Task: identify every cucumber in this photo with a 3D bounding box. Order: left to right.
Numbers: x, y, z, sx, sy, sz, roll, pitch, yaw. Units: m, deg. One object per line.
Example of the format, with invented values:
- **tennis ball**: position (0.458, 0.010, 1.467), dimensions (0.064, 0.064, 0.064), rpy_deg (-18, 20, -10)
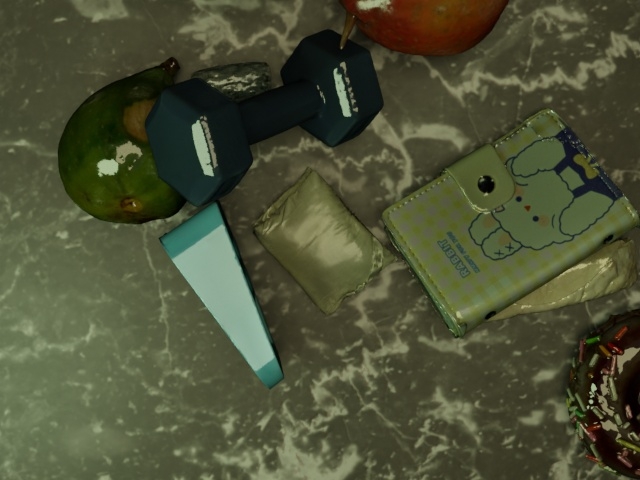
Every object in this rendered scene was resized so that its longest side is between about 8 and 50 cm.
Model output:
- **cucumber**: position (-0.124, -0.221, 1.801), dimensions (0.112, 0.064, 0.064), rpy_deg (-12, 94, -3)

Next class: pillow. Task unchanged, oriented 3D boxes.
- **pillow**: position (0.000, 0.000, 1.812), dimensions (0.134, 0.078, 0.181), rpy_deg (-41, 93, 1)

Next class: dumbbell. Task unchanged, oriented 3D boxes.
- **dumbbell**: position (-0.071, -0.168, 1.691), dimensions (0.325, 0.144, 0.160), rpy_deg (-26, 109, -37)

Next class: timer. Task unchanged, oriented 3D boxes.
- **timer**: position (-0.113, 0.072, 1.738), dimensions (0.091, 0.232, 0.250), rpy_deg (-32, 95, -2)

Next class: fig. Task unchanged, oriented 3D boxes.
- **fig**: position (-0.252, -0.143, 1.763), dimensions (0.195, 0.195, 0.245), rpy_deg (16, 58, -3)

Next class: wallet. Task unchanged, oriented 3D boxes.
- **wallet**: position (0.264, -0.027, 1.796), dimensions (0.309, 0.077, 0.223), rpy_deg (-32, 73, -7)

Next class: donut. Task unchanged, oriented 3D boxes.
- **donut**: position (0.487, 0.224, 1.831), dimensions (0.269, 0.103, 0.270), rpy_deg (0, 96, -1)

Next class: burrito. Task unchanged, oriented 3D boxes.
- **burrito**: position (0.326, 0.061, 1.836), dimensions (0.275, 0.059, 0.082), rpy_deg (-13, 108, -1)

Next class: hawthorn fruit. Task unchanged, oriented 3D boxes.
- **hawthorn fruit**: position (0.123, -0.338, 1.710), dimensions (0.262, 0.210, 0.210), rpy_deg (-27, 95, -23)
